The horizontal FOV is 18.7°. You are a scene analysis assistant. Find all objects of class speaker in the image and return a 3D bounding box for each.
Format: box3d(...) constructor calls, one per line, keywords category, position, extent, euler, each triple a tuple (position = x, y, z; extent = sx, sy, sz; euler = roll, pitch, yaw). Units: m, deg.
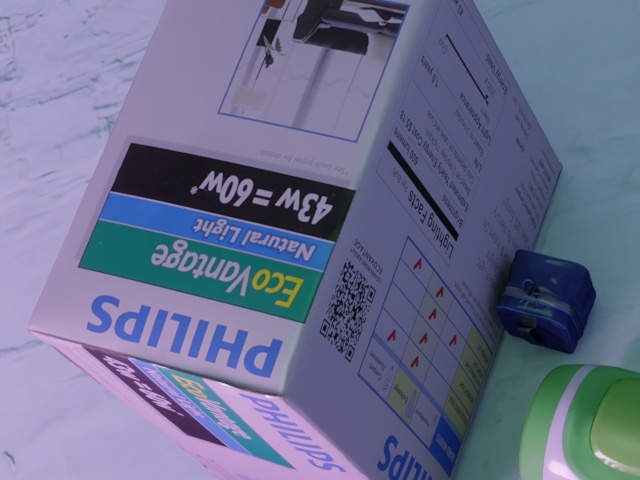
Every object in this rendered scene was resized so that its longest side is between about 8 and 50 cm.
box3d(category="speaker", position=(0.308, 0.181, 1.481), extent=(0.296, 0.131, 0.131), euler=(14, 72, 26))

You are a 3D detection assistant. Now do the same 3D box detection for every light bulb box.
box3d(category="light bulb box", position=(0.000, 0.000, 1.547), extent=(0.225, 0.358, 0.361), euler=(12, 70, 27))

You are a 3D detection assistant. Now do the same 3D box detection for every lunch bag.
box3d(category="lunch bag", position=(0.185, 0.054, 1.602), extent=(0.067, 0.098, 0.065), euler=(15, 75, 21))
